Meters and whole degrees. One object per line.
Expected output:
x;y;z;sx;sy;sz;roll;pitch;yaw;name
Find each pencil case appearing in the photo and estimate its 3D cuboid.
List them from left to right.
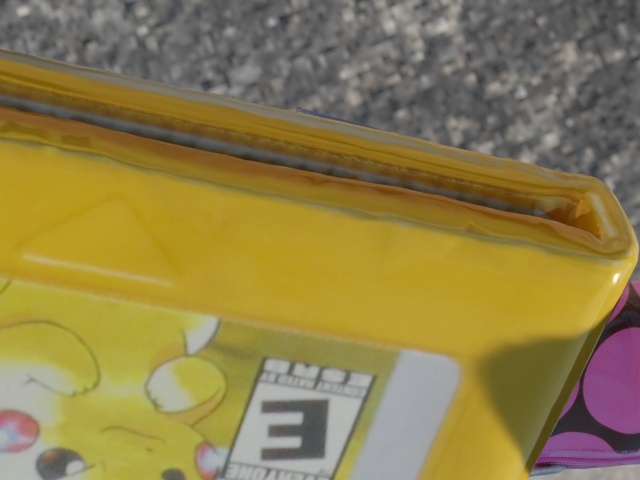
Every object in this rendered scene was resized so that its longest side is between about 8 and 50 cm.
0.164;0.068;0.902;0.209;0.098;0.095;-3;160;-2;pencil case

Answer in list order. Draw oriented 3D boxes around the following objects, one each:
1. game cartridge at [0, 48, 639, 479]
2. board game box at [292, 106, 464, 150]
-0.096;0.096;0.550;0.285;0.052;0.323;11;121;-15;game cartridge
0.000;0.000;0.972;0.193;0.147;0.045;-39;137;-47;board game box
